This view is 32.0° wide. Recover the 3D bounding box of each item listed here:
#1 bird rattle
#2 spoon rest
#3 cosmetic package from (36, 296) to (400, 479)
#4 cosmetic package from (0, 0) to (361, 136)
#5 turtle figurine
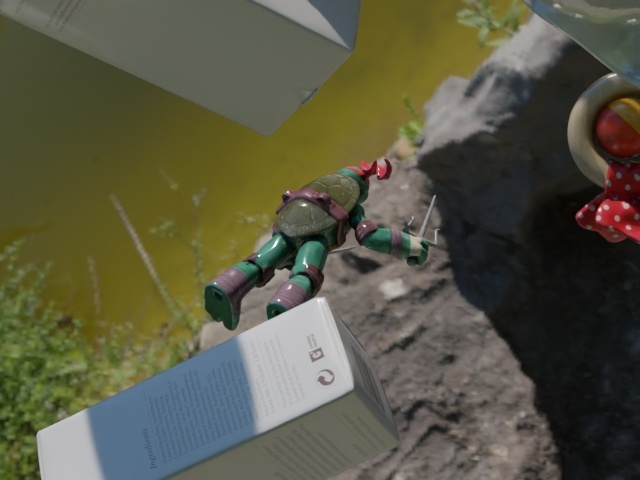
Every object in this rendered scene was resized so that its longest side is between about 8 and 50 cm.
[{"bbox_3d":[0.425,-0.125,1.493,0.207,0.143,0.253,46,112,3],"label":"bird rattle"},{"bbox_3d":[0.332,-0.266,1.308,0.276,0.084,0.137,38,150,25],"label":"spoon rest"},{"bbox_3d":[-0.071,0.141,0.792,0.231,0.117,0.085,-24,55,7],"label":"cosmetic package"},{"bbox_3d":[-0.162,-0.300,1.330,0.217,0.385,0.156,-36,39,48],"label":"cosmetic package"},{"bbox_3d":[0.000,0.000,1.077,0.175,0.118,0.234,-4,32,46],"label":"turtle figurine"}]
